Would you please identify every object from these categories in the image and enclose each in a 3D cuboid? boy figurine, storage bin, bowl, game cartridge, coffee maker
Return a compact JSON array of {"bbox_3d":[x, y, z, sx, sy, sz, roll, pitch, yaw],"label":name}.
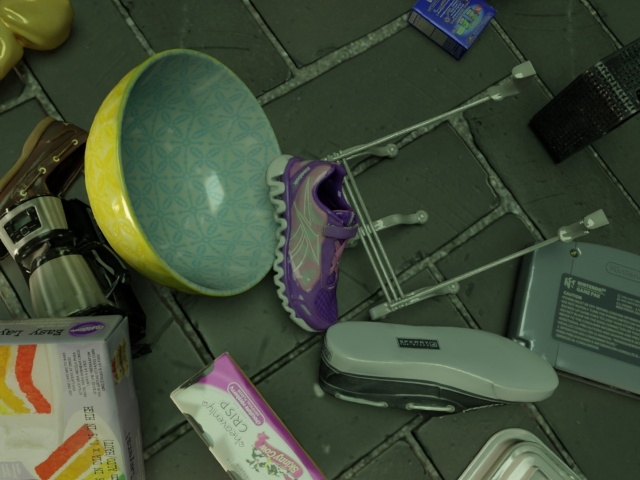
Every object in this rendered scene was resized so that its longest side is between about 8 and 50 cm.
[{"bbox_3d":[-0.473,-0.271,0.802,0.285,0.092,0.177,-29,82,-15],"label":"boy figurine"},{"bbox_3d":[0.404,-0.199,0.873,0.122,0.180,0.084,-30,82,-15],"label":"storage bin"},{"bbox_3d":[-0.183,-0.069,0.746,0.156,0.289,0.289,-9,74,32],"label":"bowl"},{"bbox_3d":[0.420,0.113,0.867,0.297,0.062,0.198,18,70,-4],"label":"game cartridge"},{"bbox_3d":[-0.296,0.053,0.732,0.120,0.171,0.178,-23,64,-19],"label":"coffee maker"}]

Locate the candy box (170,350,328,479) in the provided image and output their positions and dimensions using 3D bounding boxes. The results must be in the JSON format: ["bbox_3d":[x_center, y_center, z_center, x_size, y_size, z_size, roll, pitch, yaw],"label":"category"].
[{"bbox_3d":[-0.083,0.210,0.669,0.071,0.233,0.159,-38,85,-15],"label":"candy box"}]

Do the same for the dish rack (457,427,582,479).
[{"bbox_3d":[0.255,0.438,0.753,0.285,0.072,0.333,44,73,4],"label":"dish rack"}]

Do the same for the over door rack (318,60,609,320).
[{"bbox_3d":[0.177,-0.056,0.827,0.324,0.108,0.239,-24,80,7],"label":"over door rack"}]

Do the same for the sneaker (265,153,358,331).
[{"bbox_3d":[0.000,0.000,0.777,0.105,0.095,0.236,-7,90,30],"label":"sneaker"}]

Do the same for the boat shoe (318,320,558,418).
[{"bbox_3d":[0.147,0.180,0.785,0.302,0.108,0.102,6,120,-5],"label":"boat shoe"}]

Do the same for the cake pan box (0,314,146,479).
[{"bbox_3d":[-0.315,0.210,0.626,0.246,0.070,0.266,0,107,1],"label":"cake pan box"}]

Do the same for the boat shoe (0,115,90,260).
[{"bbox_3d":[-0.363,-0.064,0.776,0.073,0.073,0.206,23,74,-1],"label":"boat shoe"}]

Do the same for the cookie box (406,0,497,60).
[{"bbox_3d":[0.205,-0.353,0.953,0.107,0.040,0.091,38,74,1],"label":"cookie box"}]
